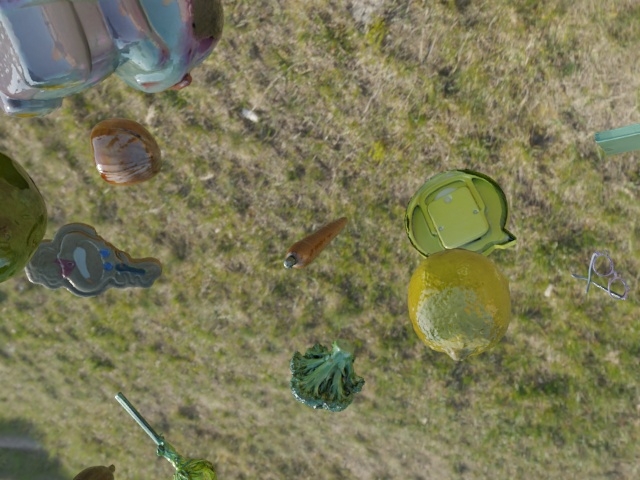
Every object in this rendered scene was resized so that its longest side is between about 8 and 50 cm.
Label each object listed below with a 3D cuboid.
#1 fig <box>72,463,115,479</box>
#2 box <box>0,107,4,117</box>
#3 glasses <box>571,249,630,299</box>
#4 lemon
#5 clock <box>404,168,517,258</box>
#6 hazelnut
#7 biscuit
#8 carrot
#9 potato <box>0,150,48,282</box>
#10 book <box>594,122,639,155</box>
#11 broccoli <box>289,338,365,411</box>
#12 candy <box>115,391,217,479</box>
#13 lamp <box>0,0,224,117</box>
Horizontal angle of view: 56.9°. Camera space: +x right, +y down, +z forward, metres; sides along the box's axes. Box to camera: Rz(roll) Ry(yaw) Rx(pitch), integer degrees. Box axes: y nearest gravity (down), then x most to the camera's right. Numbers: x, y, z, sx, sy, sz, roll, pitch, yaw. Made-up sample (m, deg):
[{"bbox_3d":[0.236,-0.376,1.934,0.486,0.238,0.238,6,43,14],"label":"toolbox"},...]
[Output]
[{"bbox_3d":[-0.575,0.633,1.526,0.103,0.155,0.109,-37,86,25],"label":"fig"},{"bbox_3d":[-0.568,-0.296,0.918,0.079,0.135,0.269,1,125,-10],"label":"box"},{"bbox_3d":[0.691,0.091,1.474,0.139,0.063,0.104,55,166,-4],"label":"glasses"},{"bbox_3d":[0.261,0.115,1.117,0.193,0.230,0.192,5,148,3],"label":"lemon"},{"bbox_3d":[0.372,-0.054,1.602,0.277,0.293,0.071,-21,149,18],"label":"clock"},{"bbox_3d":[-0.418,-0.193,1.282,0.151,0.150,0.150,13,131,16],"label":"hazelnut"},{"bbox_3d":[-0.551,0.056,1.439,0.320,0.047,0.183,16,108,-12],"label":"biscuit"},{"bbox_3d":[0.000,0.000,1.579,0.069,0.336,0.069,14,119,27],"label":"carrot"},{"bbox_3d":[-0.404,-0.038,0.575,0.253,0.186,0.148,26,109,-14],"label":"potato"},{"bbox_3d":[0.424,-0.138,0.779,0.103,0.135,0.017,-10,85,31],"label":"book"},{"bbox_3d":[0.022,0.433,1.950,0.254,0.269,0.269,34,134,11],"label":"broccoli"},{"bbox_3d":[-0.298,0.388,1.120,0.073,0.077,0.262,-40,92,28],"label":"candy"},{"bbox_3d":[-0.275,-0.295,0.745,0.247,0.301,0.247,-15,101,51],"label":"lamp"}]
